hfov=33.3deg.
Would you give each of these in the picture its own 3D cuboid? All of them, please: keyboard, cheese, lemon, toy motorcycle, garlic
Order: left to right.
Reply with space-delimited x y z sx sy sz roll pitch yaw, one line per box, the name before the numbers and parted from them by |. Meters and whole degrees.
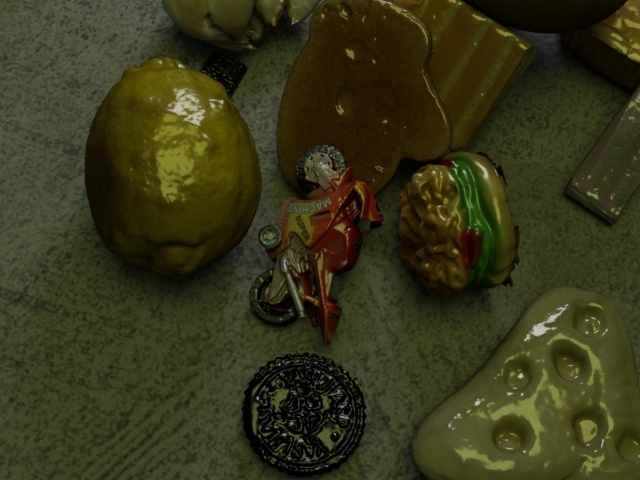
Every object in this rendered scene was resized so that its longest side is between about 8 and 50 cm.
lemon | -0.221 -0.109 1.616 0.285 0.285 0.316 16 51 2
keyboard | -0.202 -0.221 1.794 0.072 0.023 0.231 26 67 4
garlic | -0.136 -0.419 1.812 0.281 0.184 0.203 -21 96 -34
toy motorcycle | -0.001 0.000 1.651 0.171 0.089 0.298 18 83 12
cheese | 0.309 0.215 1.590 0.351 0.129 0.328 6 68 -5

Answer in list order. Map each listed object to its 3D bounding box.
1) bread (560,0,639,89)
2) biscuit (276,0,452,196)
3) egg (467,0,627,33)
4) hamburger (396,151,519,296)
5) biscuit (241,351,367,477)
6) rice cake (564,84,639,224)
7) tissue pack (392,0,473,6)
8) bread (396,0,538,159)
bread | 0.533 -0.373 1.863 0.250 0.133 0.179 36 72 14
biscuit | 0.078 -0.211 1.706 0.287 0.057 0.344 18 100 12
egg | 0.339 -0.491 1.699 0.374 0.301 0.301 22 66 7
hamburger | 0.196 -0.017 1.639 0.148 0.237 0.237 -12 68 -11
biscuit | -0.025 0.256 1.586 0.194 0.053 0.195 2 67 -5
rice cake | 0.526 -0.176 1.756 0.106 0.050 0.298 36 99 10
tissue pack | 0.194 -0.494 1.894 0.256 0.123 0.215 -29 71 -17
bread | 0.188 -0.273 1.750 0.239 0.111 0.246 36 108 15
